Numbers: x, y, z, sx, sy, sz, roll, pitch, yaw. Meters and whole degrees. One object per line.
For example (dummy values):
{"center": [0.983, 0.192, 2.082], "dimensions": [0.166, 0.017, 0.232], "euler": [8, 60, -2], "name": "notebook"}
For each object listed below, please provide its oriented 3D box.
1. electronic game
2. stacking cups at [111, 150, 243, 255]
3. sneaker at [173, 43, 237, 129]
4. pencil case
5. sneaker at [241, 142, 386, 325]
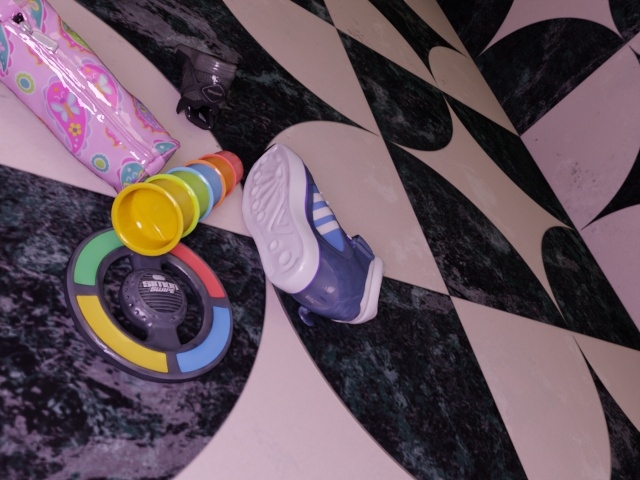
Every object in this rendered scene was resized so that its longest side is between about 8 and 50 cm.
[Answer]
{"center": [-0.210, 0.075, 0.808], "dimensions": [0.229, 0.048, 0.229], "euler": [29, 36, -24], "name": "electronic game"}
{"center": [-0.193, -0.071, 0.930], "dimensions": [0.096, 0.096, 0.316], "euler": [42, 18, -6], "name": "stacking cups"}
{"center": [-0.229, -0.284, 1.165], "dimensions": [0.087, 0.130, 0.227], "euler": [13, 17, -34], "name": "sneaker"}
{"center": [-0.327, -0.194, 0.870], "dimensions": [0.284, 0.124, 0.124], "euler": [49, 31, -15], "name": "pencil case"}
{"center": [0.000, 0.000, 1.082], "dimensions": [0.236, 0.130, 0.323], "euler": [32, 29, -39], "name": "sneaker"}
